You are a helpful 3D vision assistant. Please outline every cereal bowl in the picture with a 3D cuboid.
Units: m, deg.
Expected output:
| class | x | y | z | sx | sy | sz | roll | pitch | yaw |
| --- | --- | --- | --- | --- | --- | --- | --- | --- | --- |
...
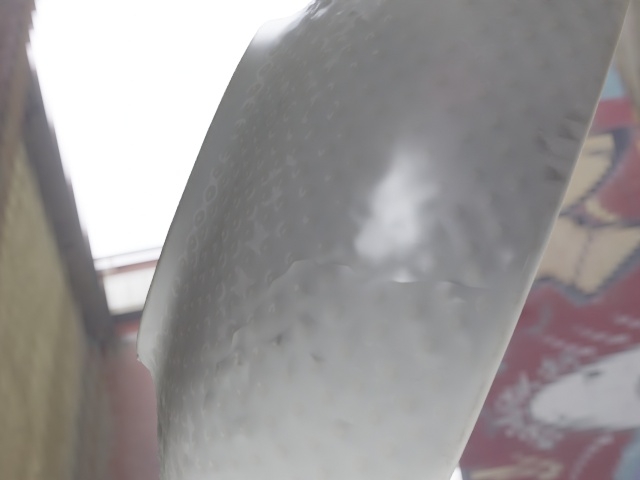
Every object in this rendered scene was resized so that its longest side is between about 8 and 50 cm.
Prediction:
| class | x | y | z | sx | sy | sz | roll | pitch | yaw |
| --- | --- | --- | --- | --- | --- | --- | --- | --- | --- |
| cereal bowl | 0.013 | 0.001 | 0.851 | 0.339 | 0.141 | 0.339 | 21 | -90 | -89 |

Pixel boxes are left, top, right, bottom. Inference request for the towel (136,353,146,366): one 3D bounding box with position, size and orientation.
| class | x | y | z | sx | sy | sz | roll | pitch | yaw |
| --- | --- | --- | --- | --- | --- | --- | --- | --- | --- |
| towel | 0.000 | 0.000 | 1.250 | 0.235 | 0.121 | 0.283 | -60 | 1 | -1 |
